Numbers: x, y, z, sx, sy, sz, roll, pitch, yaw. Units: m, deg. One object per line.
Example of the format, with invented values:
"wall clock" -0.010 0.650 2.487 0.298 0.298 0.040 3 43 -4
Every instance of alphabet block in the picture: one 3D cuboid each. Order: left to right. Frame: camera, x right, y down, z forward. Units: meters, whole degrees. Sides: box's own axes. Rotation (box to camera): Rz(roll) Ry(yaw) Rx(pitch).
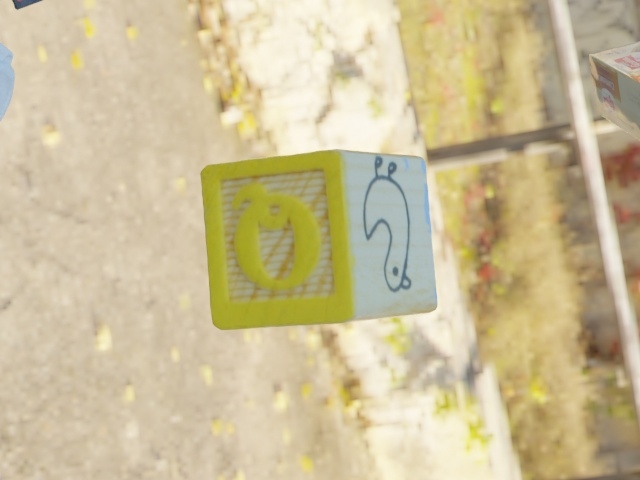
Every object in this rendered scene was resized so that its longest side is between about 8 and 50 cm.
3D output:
"alphabet block" 0.000 0.000 1.815 0.197 0.193 0.192 -3 86 -59

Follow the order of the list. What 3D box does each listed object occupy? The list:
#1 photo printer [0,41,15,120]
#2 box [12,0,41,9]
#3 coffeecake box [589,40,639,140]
"photo printer" -0.412 -0.184 1.196 0.256 0.307 0.107 21 97 -58
"box" -0.137 -0.170 0.621 0.137 0.027 0.094 77 -10 -50
"coffeecake box" 0.374 -0.160 1.551 0.142 0.185 0.068 -123 -162 -69
